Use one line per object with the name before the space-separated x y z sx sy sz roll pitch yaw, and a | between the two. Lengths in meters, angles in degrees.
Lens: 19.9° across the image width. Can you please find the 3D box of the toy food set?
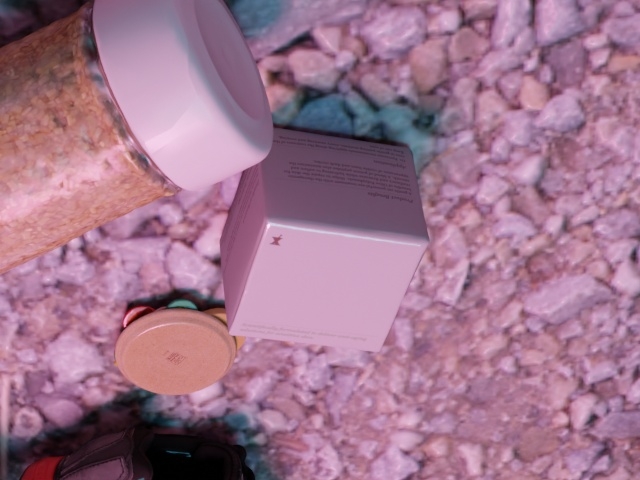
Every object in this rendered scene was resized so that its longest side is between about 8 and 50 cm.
toy food set | -0.096 0.070 1.206 0.082 0.020 0.083 17 129 -22

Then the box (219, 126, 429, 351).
box | 0.000 0.000 1.105 0.101 0.087 0.102 8 132 -15

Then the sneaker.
sneaker | -0.075 0.212 1.289 0.135 0.098 0.276 -37 126 27

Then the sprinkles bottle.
sprinkles bottle | -0.206 -0.032 1.025 0.355 0.121 0.121 -24 132 15
